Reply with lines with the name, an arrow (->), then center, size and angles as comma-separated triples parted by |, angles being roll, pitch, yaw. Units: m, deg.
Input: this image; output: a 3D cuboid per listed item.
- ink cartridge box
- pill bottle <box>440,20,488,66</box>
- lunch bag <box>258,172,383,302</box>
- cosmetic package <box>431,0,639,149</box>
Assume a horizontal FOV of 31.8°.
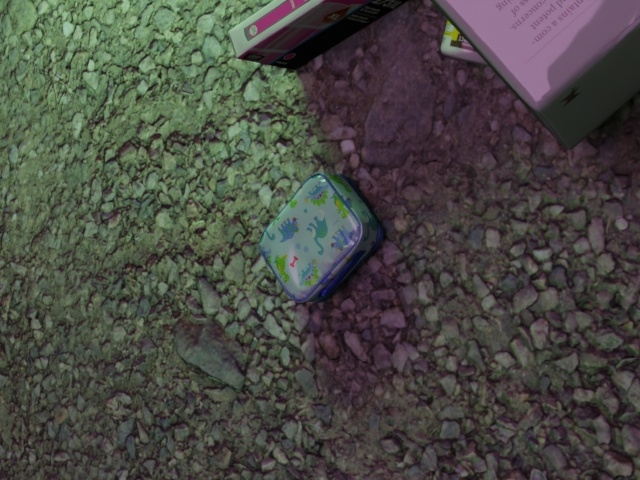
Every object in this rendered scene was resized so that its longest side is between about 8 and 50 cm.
ink cartridge box -> 0.027, -0.418, 1.979 | 0.371, 0.176, 0.069 | -29, 73, 33
pill bottle -> 0.275, -0.395, 1.827 | 0.117, 0.117, 0.214 | 19, 101, 36
lunch bag -> 0.000, 0.000, 2.049 | 0.219, 0.090, 0.176 | -50, 61, 26
cosmetic package -> 0.324, -0.394, 1.567 | 0.329, 0.327, 0.393 | -41, 73, 11
